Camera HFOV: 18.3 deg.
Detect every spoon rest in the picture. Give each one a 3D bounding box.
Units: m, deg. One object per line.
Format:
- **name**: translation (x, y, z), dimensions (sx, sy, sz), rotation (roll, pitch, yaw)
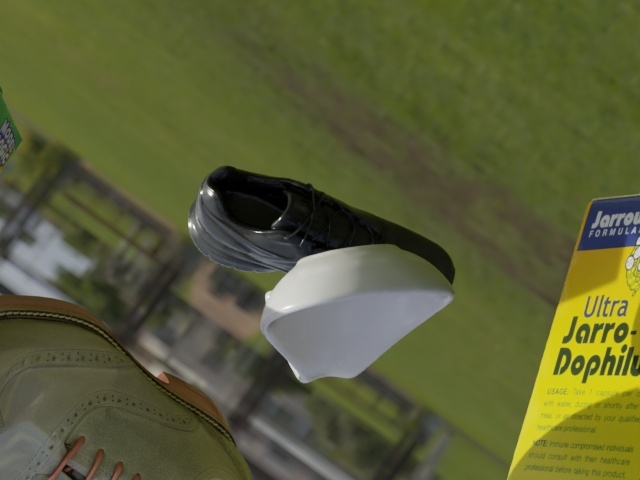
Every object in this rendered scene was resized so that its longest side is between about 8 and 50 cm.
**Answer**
- **spoon rest**: translation (0.014, 0.057, 1.451), dimensions (0.137, 0.084, 0.276), rotation (-7, 174, -11)

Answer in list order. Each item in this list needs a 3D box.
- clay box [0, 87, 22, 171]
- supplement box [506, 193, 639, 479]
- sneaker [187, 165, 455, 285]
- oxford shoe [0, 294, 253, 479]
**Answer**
- **clay box**: translation (-0.335, -0.060, 1.745), dimensions (0.053, 0.222, 0.127), rotation (28, 163, 13)
- **supplement box**: translation (0.299, 0.157, 1.620), dimensions (0.194, 0.356, 0.195), rotation (24, 166, -27)
- **sneaker**: translation (0.000, 0.000, 2.035), dimensions (0.286, 0.109, 0.130), rotation (15, 158, 2)
- **oxford shoe**: translation (-0.166, 0.152, 1.458), dimensions (0.397, 0.140, 0.146), rotation (26, -160, -50)
